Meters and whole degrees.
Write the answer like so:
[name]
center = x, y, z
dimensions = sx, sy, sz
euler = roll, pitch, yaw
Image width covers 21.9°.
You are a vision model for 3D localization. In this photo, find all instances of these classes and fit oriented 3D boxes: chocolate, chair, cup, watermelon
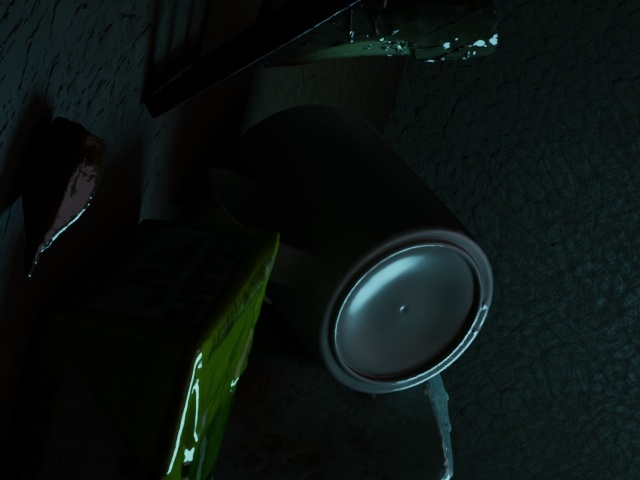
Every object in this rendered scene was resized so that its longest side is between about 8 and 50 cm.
[chocolate]
center = -0.154, 0.145, 1.390
dimensions = 0.301, 0.137, 0.289
euler = -60, 167, -70
[chair]
center = 0.001, -0.312, 1.340
dimensions = 0.240, 0.416, 0.203
euler = 61, 19, -11
[cup]
center = 0.015, -0.012, 1.704
dimensions = 0.208, 0.273, 0.288
euler = -41, 131, 2
[watermelon]
center = 0.042, 0.192, 1.812
dimensions = 0.387, 0.258, 0.228
euler = -9, 119, -41

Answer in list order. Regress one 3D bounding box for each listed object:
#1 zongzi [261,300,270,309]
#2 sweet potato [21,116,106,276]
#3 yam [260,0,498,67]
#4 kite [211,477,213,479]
[zongzi]
center = -0.129, 0.143, 1.851
dimensions = 0.204, 0.094, 0.205
euler = 49, 61, -71
[sweet potato]
center = -0.174, -0.028, 1.088
dimensions = 0.049, 0.049, 0.117
euler = 94, 12, -67
[yam]
center = 0.058, -0.259, 1.781
dimensions = 0.154, 0.254, 0.154
euler = -4, 90, -88
[kite]
center = -0.134, 0.162, 1.623
dimensions = 0.127, 0.016, 0.229
euler = 161, -90, -82
